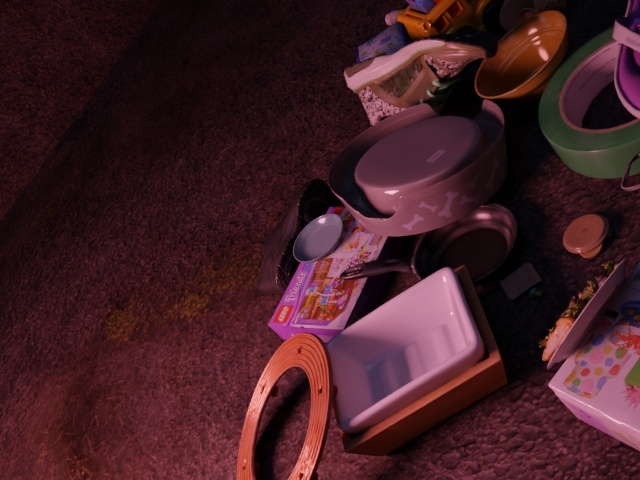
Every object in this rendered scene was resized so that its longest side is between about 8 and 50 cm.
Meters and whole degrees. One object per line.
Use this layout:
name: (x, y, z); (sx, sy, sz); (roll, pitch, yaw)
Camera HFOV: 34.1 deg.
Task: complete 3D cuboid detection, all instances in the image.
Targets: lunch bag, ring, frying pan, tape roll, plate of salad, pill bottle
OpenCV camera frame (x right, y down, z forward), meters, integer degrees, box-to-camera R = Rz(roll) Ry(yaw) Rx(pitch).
lunch bag: (0.155, -0.409, 2.364); (0.129, 0.096, 0.151); (-31, 26, 18)
ring: (-0.056, 0.319, 1.746); (0.336, 0.032, 0.336); (-48, 32, 45)
frying pan: (0.201, 0.047, 1.834); (0.326, 0.053, 0.197); (-32, 36, 8)
tape roll: (0.538, -0.252, 1.806); (0.321, 0.077, 0.321); (-27, 38, 23)
plate of salad: (0.379, 0.100, 1.507); (0.048, 0.200, 0.200); (36, 80, 18)
pill bottle: (0.194, -0.533, 2.503); (0.083, 0.043, 0.043); (11, 62, 52)

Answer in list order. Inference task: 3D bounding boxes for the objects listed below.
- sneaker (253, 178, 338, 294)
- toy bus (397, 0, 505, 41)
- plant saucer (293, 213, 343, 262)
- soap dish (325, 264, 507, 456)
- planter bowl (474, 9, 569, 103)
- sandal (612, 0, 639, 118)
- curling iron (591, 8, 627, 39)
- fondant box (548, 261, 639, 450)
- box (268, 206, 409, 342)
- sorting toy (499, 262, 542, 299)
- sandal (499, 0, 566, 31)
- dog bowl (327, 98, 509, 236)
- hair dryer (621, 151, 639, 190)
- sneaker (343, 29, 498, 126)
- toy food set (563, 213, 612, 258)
sneaker: (-0.061, -0.010, 2.157); (0.130, 0.109, 0.286); (-13, 42, 47)
toy bus: (0.274, -0.508, 2.243); (0.220, 0.211, 0.149); (-46, 32, -5)
plant saucer: (0.000, 0.000, 2.042); (0.119, 0.021, 0.119); (-28, 36, 23)
soap dish: (0.152, 0.199, 1.686); (0.291, 0.118, 0.229); (-33, 35, 15)
planter bowl: (0.408, -0.330, 2.004); (0.217, 0.090, 0.217); (-37, 29, 24)
sandal: (0.557, -0.358, 1.739); (0.169, 0.102, 0.416); (-20, 41, 32)
curling iron: (0.617, -0.441, 1.965); (0.274, 0.035, 0.068); (-42, 38, 5)
fondant box: (0.504, 0.133, 1.408); (0.330, 0.096, 0.238); (-50, 34, -10)
box: (0.044, 0.061, 2.004); (0.201, 0.057, 0.293); (0, 53, 45)
sorting toy: (0.335, 0.076, 1.721); (0.062, 0.012, 0.083); (-33, 31, 9)
sandal: (0.478, -0.507, 2.136); (0.240, 0.088, 0.079); (-34, 28, 6)
dog bowl: (0.192, -0.136, 1.953); (0.349, 0.102, 0.348); (-20, 29, 12)
hair dryer: (0.615, -0.158, 1.587); (0.293, 0.080, 0.223); (-45, 49, -6)
sneaker: (0.221, -0.316, 2.140); (0.158, 0.182, 0.410); (-19, 5, -34)
toy food set: (0.435, -0.010, 1.701); (0.082, 0.020, 0.083); (-53, 34, -13)
